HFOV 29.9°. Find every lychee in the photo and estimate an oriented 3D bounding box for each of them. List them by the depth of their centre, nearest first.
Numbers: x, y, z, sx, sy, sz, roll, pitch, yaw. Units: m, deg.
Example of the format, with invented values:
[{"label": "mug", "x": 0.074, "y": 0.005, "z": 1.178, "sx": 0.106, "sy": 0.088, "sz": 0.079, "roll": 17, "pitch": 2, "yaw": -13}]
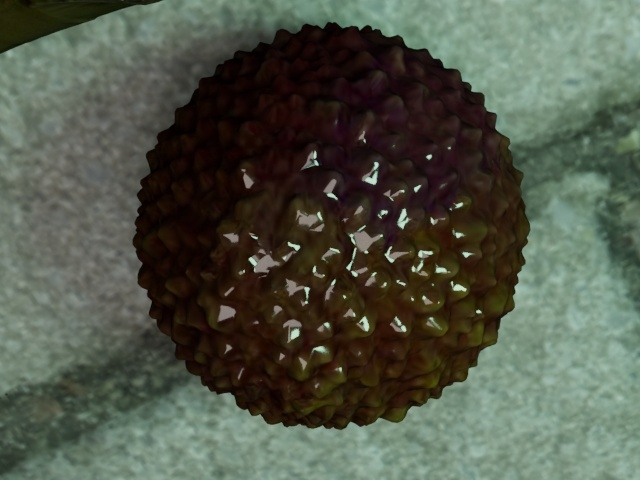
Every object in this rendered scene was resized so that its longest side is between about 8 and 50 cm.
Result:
[{"label": "lychee", "x": 0.000, "y": 0.000, "z": 0.705, "sx": 0.271, "sy": 0.271, "sz": 0.271, "roll": -2, "pitch": 113, "yaw": -4}]

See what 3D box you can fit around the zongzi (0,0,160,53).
[{"label": "zongzi", "x": -0.214, "y": -0.232, "z": 0.628, "sx": 0.260, "sy": 0.123, "sz": 0.289, "roll": -13, "pitch": 124, "yaw": 23}]
